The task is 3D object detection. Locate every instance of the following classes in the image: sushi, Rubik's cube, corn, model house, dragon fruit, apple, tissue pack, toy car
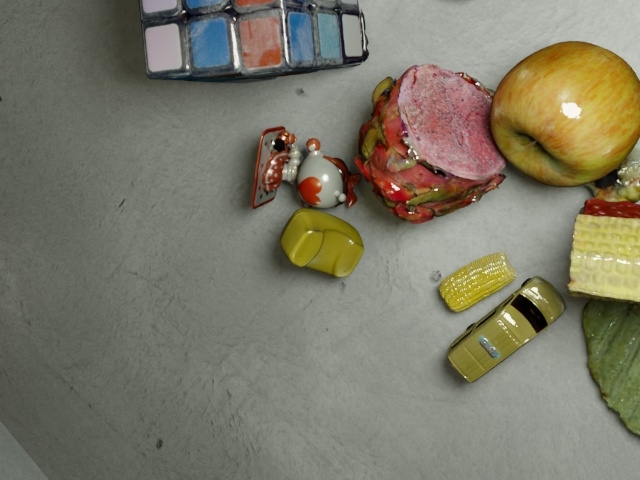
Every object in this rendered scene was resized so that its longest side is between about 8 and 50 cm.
[{"bbox_3d":[0.576,-0.118,1.304,0.103,0.097,0.226,49,118,9],"label":"sushi"},{"bbox_3d":[-0.143,-0.510,1.436,0.358,0.363,0.362,4,106,30],"label":"Rubik's cube"},{"bbox_3d":[0.336,0.088,1.486,0.165,0.063,0.085,-31,76,26],"label":"corn"},{"bbox_3d":[0.529,0.033,1.191,0.196,0.254,0.160,7,107,23],"label":"model house"},{"bbox_3d":[0.186,-0.176,1.405,0.263,0.314,0.296,-42,56,52],"label":"dragon fruit"},{"bbox_3d":[0.450,-0.233,1.251,0.264,0.264,0.264,6,103,25],"label":"apple"},{"bbox_3d":[0.000,0.000,1.575,0.123,0.178,0.127,-59,33,24],"label":"tissue pack"},{"bbox_3d":[0.384,0.188,1.447,0.101,0.124,0.257,49,118,8],"label":"toy car"}]

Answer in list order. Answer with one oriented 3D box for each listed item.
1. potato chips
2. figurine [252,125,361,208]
[{"bbox_3d":[0.684,0.197,1.330,0.358,0.070,0.429,21,108,22],"label":"potato chips"},{"bbox_3d":[-0.017,-0.145,1.579,0.226,0.160,0.184,14,107,14],"label":"figurine"}]
